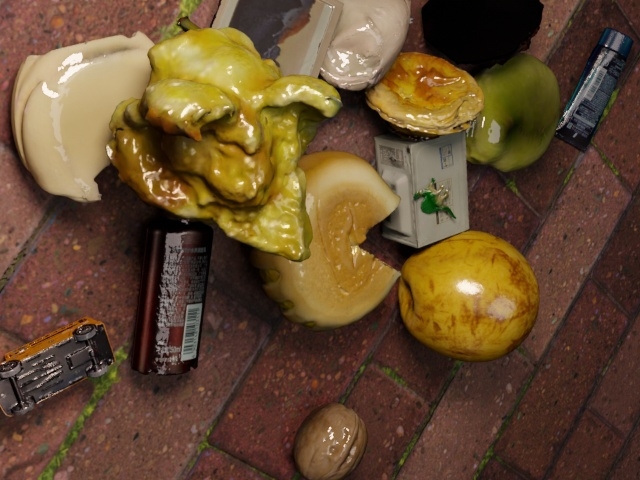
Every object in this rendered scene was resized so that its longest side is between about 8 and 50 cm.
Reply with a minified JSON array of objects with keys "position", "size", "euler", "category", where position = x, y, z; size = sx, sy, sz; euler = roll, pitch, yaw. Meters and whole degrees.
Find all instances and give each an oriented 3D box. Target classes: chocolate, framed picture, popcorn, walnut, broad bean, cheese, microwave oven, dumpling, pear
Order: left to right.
[{"position":[-0.333,-0.191,1.431],"size":[0.266,0.127,0.233],"euler":[-18,113,-30],"category":"cheese"},{"position":[-0.115,-0.158,1.332],"size":[0.325,0.290,0.321],"euler":[-30,130,23],"category":"popcorn"},{"position":[-0.088,-0.303,1.506],"size":[0.192,0.018,0.265],"euler":[22,77,-16],"category":"framed picture"},{"position":[0.019,0.401,1.854],"size":[0.140,0.140,0.162],"euler":[42,68,-36],"category":"walnut"},{"position":[0.051,-0.372,1.661],"size":[0.163,0.204,0.293],"euler":[93,17,-57],"category":"dumpling"},{"position":[0.195,-0.111,1.846],"size":[0.162,0.122,0.208],"euler":[-18,112,-31],"category":"microwave oven"},{"position":[0.293,0.113,1.888],"size":[0.280,0.280,0.281],"euler":[-11,109,-34],"category":"pear"},{"position":[0.336,-0.413,1.846],"size":[0.224,0.206,0.177],"euler":[-48,157,2],"category":"chocolate"},{"position":[0.388,-0.258,1.952],"size":[0.291,0.119,0.238],"euler":[-38,113,-25],"category":"broad bean"}]

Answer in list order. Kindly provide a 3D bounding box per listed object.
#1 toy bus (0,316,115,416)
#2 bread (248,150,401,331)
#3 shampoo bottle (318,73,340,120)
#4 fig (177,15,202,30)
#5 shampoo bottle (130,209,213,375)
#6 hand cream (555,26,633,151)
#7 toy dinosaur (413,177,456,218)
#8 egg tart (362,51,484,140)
[{"position":[-0.431,0.196,1.492],"size":[0.194,0.088,0.083],"euler":[-26,117,-31],"category":"toy bus"},{"position":[0.000,0.000,1.709],"size":[0.333,0.160,0.333],"euler":[-9,106,-34],"category":"bread"},{"position":[-0.011,-0.253,1.638],"size":[0.183,0.050,0.087],"euler":[-18,109,-73],"category":"shampoo bottle"},{"position":[-0.148,-0.267,1.552],"size":[0.149,0.149,0.245],"euler":[-39,110,-21],"category":"fig"},{"position":[-0.247,0.062,1.594],"size":[0.129,0.084,0.323],"euler":[-1,102,-40],"category":"shampoo bottle"},{"position":[0.625,-0.343,2.145],"size":[0.120,0.061,0.270],"euler":[19,96,-37],"category":"hand cream"},{"position":[0.219,-0.071,1.785],"size":[0.060,0.029,0.119],"euler":[-45,131,0],"category":"toy dinosaur"},{"position":[0.185,-0.263,1.752],"size":[0.241,0.241,0.106],"euler":[-20,142,-31],"category":"egg tart"}]
